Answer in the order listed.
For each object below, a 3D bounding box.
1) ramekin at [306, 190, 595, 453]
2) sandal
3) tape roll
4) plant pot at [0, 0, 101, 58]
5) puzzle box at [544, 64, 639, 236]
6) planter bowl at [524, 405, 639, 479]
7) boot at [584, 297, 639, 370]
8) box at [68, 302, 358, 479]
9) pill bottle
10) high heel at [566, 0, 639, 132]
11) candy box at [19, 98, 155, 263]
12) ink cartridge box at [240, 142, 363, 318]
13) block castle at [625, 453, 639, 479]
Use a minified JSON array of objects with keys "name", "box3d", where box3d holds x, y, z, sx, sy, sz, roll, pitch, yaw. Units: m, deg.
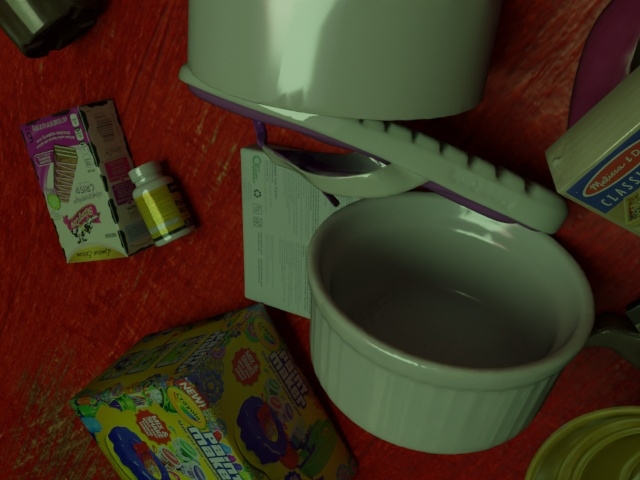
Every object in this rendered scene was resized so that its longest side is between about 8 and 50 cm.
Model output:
[{"name":"ramekin","box3d":[0.117,0.079,0.734,0.277,0.277,0.135,26,130,24]},{"name":"sandal","box3d":[0.039,-0.076,0.723,0.416,0.169,0.102,22,100,6]},{"name":"tape roll","box3d":[0.019,-0.201,0.673,0.286,0.286,0.100,21,120,27]},{"name":"plant pot","box3d":[-0.401,-0.354,0.997,0.167,0.167,0.165,-30,99,40]},{"name":"puzzle box","box3d":[0.395,-0.120,0.483,0.272,0.052,0.409,23,133,-22]},{"name":"planter bowl","box3d":[0.275,0.221,0.560,0.217,0.090,0.217,8,102,39]},{"name":"boot","box3d":[0.322,0.112,0.747,0.087,0.042,0.118,49,136,-2]},{"name":"box","box3d":[-0.151,0.277,1.041,0.279,0.177,0.290,-19,106,39]},{"name":"pill bottle","box3d":[-0.233,-0.055,1.054,0.065,0.065,0.116,-20,97,39]},{"name":"high heel","box3d":[0.308,-0.164,0.534,0.127,0.181,0.377,9,120,-13]},{"name":"candy box","box3d":[-0.361,-0.087,1.128,0.159,0.071,0.233,-7,106,37]},{"name":"ink cartridge box","box3d":[0.000,0.000,0.924,0.224,0.045,0.223,16,119,28]},{"name":"block castle","box3d":[0.399,0.296,0.666,0.303,0.213,0.453,48,123,24]}]
